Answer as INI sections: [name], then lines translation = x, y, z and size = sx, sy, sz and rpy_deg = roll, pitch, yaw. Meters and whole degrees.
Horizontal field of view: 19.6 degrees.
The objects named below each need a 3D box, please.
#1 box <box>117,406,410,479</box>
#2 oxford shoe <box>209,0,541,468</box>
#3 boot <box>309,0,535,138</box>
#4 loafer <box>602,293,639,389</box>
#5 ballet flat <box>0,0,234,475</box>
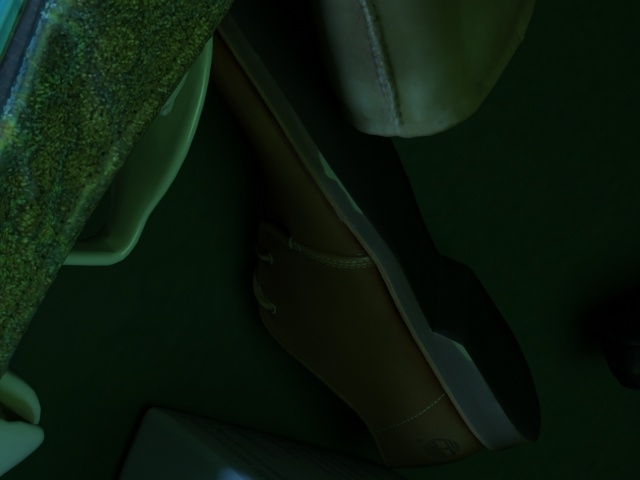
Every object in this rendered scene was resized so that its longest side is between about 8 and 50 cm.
[box]
translation = -0.008, 0.177, 0.651
size = 0.119, 0.181, 0.182
rpy_deg = 18, 94, -30
[oxford shoe]
translation = 0.000, 0.000, 0.679
size = 0.076, 0.076, 0.212
rpy_deg = -23, 107, 22
[boot]
translation = 0.024, -0.210, 0.618
size = 0.236, 0.089, 0.269
rpy_deg = -60, 143, -38
[loafer]
translation = 0.218, 0.044, 0.797
size = 0.223, 0.076, 0.078
rpy_deg = -8, 99, -30
[ballet flat]
translation = -0.119, 0.007, 0.594
size = 0.123, 0.123, 0.348
rpy_deg = 28, 89, -31
